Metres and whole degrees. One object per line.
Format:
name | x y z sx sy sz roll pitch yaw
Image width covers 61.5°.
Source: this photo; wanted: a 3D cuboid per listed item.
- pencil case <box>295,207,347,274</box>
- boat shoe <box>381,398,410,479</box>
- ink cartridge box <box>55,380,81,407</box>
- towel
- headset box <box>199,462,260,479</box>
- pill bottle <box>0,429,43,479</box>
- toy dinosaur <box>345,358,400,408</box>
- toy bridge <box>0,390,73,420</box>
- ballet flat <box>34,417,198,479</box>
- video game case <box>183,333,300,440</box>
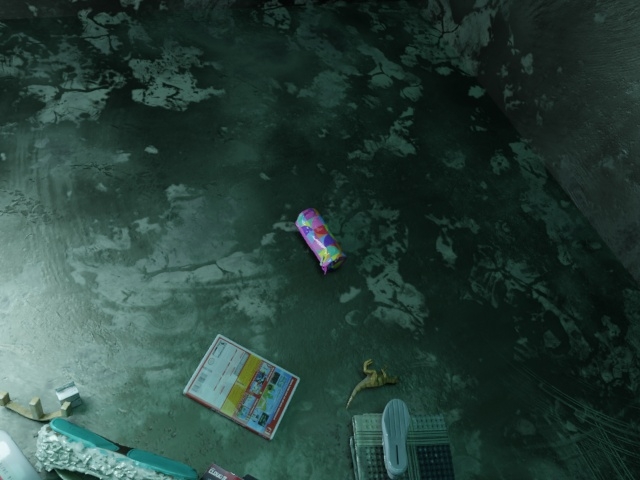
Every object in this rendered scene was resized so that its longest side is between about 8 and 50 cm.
pencil case | 0.000 0.000 1.895 0.104 0.104 0.236 -19 65 -29
boat shoe | 0.208 0.570 1.550 0.083 0.076 0.226 14 42 0
ink cartridge box | -0.652 0.404 1.393 0.048 0.083 0.028 -23 56 -31
towel | 0.245 0.667 1.584 0.324 0.056 0.312 7 59 -19
headset box | -0.236 0.693 1.280 0.218 0.110 0.293 10 44 33
pill bottle | -0.792 0.614 1.115 0.229 0.229 0.407 45 55 12
toy dinosaur | 0.161 0.436 1.688 0.211 0.064 0.112 -10 63 -25
toy bridge | -0.718 0.427 1.364 0.188 0.063 0.026 9 30 3
ballet flat | -0.507 0.567 1.327 0.409 0.147 0.147 21 53 1
video game case | -0.225 0.425 1.576 0.285 0.025 0.204 29 53 0
